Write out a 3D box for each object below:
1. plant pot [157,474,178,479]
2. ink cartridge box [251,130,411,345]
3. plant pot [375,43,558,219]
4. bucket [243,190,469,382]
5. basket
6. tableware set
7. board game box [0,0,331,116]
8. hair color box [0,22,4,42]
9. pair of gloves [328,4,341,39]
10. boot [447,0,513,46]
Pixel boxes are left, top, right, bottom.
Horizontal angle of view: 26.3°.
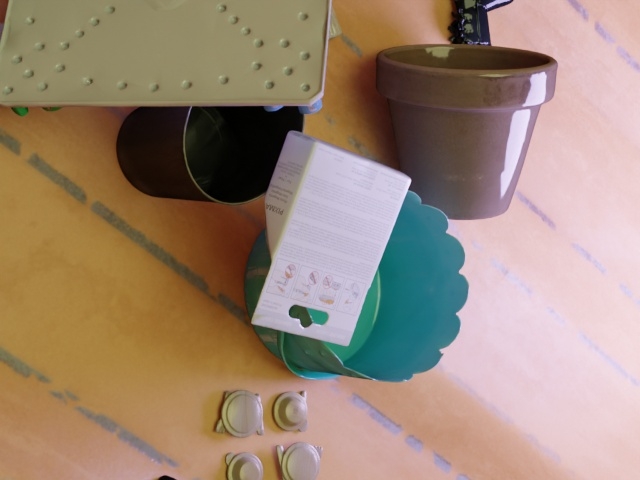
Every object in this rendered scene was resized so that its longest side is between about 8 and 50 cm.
[{"bbox_3d":[-0.140,0.427,1.728,0.187,0.167,0.188,42,64,-25],"label":"plant pot"},{"bbox_3d":[0.000,0.000,1.696,0.189,0.066,0.232,18,98,-46],"label":"ink cartridge box"},{"bbox_3d":[0.208,-0.155,1.985,0.263,0.263,0.229,-10,109,-34],"label":"plant pot"},{"bbox_3d":[0.042,0.063,1.873,0.281,0.183,0.281,3,84,-33],"label":"bucket"},{"bbox_3d":[-0.151,-0.129,1.731,0.154,0.227,0.204,39,67,-25],"label":"basket"},{"bbox_3d":[-0.070,0.274,1.878,0.169,0.020,0.141,1,83,-33],"label":"tableware set"},{"bbox_3d":[-0.173,-0.322,1.648,0.390,0.050,0.390,0,65,9],"label":"board game box"},{"bbox_3d":[-0.358,-0.230,1.704,0.167,0.053,0.093,-22,97,-32],"label":"hair color box"},{"bbox_3d":[-0.075,-0.370,1.916,0.240,0.042,0.204,-11,92,-35],"label":"pair of gloves"},{"bbox_3d":[0.254,-0.346,2.135,0.121,0.045,0.099,-1,84,-27],"label":"boot"}]
